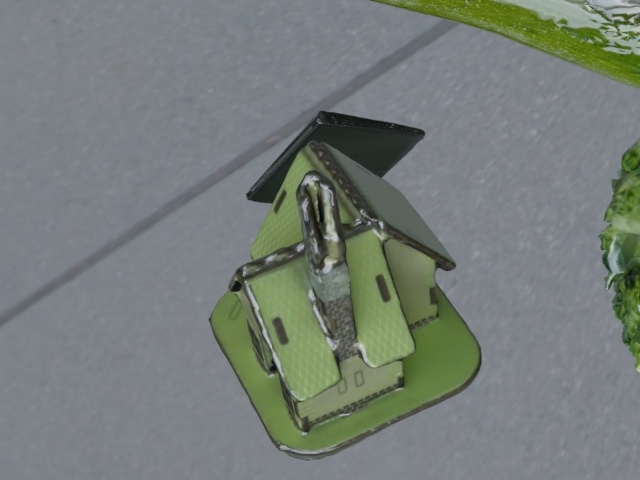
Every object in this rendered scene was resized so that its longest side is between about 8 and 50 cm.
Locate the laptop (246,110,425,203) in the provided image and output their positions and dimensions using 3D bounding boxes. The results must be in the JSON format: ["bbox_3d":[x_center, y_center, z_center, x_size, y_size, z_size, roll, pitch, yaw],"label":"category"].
[{"bbox_3d":[0.015,-0.085,1.578,0.197,0.135,0.016,-42,49,53],"label":"laptop"}]

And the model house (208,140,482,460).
[{"bbox_3d":[0.000,0.000,1.180,0.218,0.204,0.279,54,164,43],"label":"model house"}]

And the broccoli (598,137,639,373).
[{"bbox_3d":[0.382,0.047,1.155,0.277,0.338,0.317,39,144,-14],"label":"broccoli"}]

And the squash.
[{"bbox_3d":[0.061,-0.153,0.731,0.331,0.087,0.087,15,115,-3],"label":"squash"}]
